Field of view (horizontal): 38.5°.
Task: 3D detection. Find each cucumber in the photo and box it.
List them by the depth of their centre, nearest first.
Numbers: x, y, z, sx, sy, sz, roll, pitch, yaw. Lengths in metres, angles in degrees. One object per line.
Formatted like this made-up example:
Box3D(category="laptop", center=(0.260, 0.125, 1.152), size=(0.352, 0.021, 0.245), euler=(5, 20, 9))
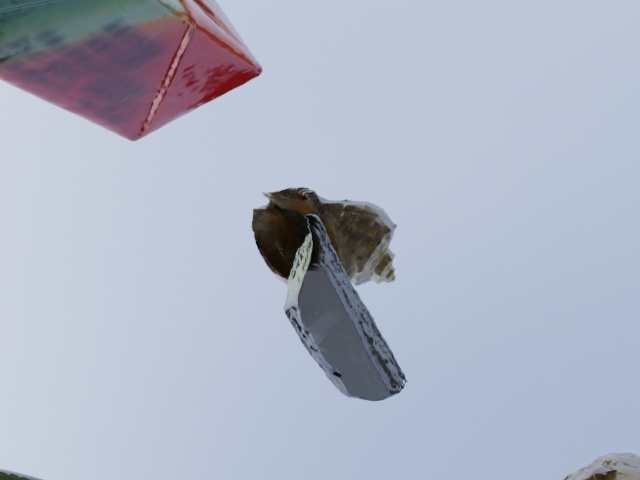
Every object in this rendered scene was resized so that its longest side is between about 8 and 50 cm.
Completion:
Box3D(category="cucumber", center=(0.012, 0.077, 0.837), size=(0.070, 0.220, 0.046), euler=(-25, -148, 7))

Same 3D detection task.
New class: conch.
Box3D(category="conch", center=(0.000, 0.000, 1.130), size=(0.207, 0.130, 0.155), euler=(34, -143, 11))

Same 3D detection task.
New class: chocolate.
Box3D(category="chocolate", center=(-0.254, -0.277, 0.797), size=(0.161, 0.341, 0.360), euler=(-38, -112, 13))

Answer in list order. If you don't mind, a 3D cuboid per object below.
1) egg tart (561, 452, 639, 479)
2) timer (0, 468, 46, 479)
Box3D(category="egg tart", center=(0.142, 0.211, 0.534), size=(0.294, 0.294, 0.123), euler=(-34, -105, -4))
Box3D(category="timer", center=(-0.320, 0.406, 0.847), size=(0.290, 0.291, 0.315), euler=(2, -128, 16))
